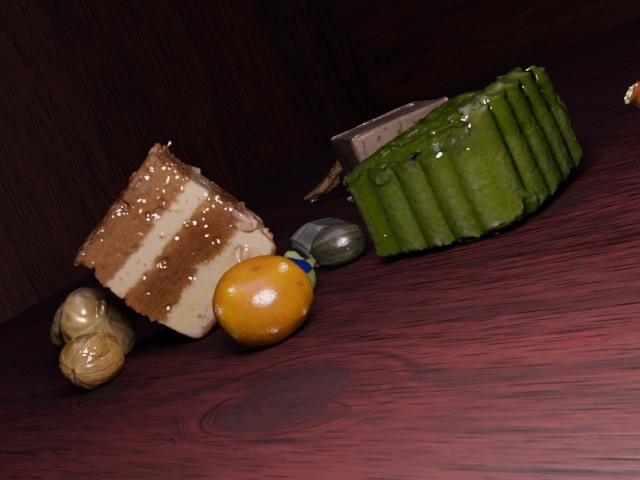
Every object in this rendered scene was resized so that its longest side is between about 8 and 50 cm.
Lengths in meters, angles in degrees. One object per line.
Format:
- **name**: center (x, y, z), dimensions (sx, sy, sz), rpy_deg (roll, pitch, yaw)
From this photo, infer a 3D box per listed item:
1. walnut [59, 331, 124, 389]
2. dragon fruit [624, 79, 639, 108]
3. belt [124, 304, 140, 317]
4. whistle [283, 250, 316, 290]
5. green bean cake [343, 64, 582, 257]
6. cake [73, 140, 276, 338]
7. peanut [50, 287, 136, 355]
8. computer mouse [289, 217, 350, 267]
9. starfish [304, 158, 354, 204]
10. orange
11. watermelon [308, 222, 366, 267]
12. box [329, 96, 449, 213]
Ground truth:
- **walnut**: center (-0.404, 0.210, 1.904), dimensions (0.105, 0.105, 0.124), rpy_deg (-18, 11, 38)
- **dragon fruit**: center (0.505, -0.157, 1.434), dimensions (0.269, 0.198, 0.200), rpy_deg (-56, -17, -19)
- **belt**: center (-0.282, 0.099, 2.149), dimensions (0.232, 0.071, 0.053), rpy_deg (-12, 3, -28)
- **whistle**: center (-0.060, 0.071, 1.817), dimensions (0.105, 0.085, 0.227), rpy_deg (-24, 8, 27)
- **green bean cake**: center (0.230, -0.129, 1.783), dimensions (0.319, 0.218, 0.335), rpy_deg (-17, 11, 42)
- **cake**: center (-0.263, 0.010, 1.954), dimensions (0.282, 0.290, 0.256), rpy_deg (-50, 10, 4)
- **peanut**: center (-0.440, 0.175, 2.080), dimensions (0.143, 0.159, 0.291), rpy_deg (-56, 9, -20)
- **computer mouse**: center (0.001, -0.003, 2.116), dimensions (0.126, 0.071, 0.231), rpy_deg (-28, 10, -17)
- **starfish**: center (0.143, -0.207, 2.766), dimensions (0.398, 0.132, 0.384), rpy_deg (-29, 14, -3)
- **orange**: center (-0.087, 0.095, 1.641), dimensions (0.156, 0.124, 0.156), rpy_deg (-10, 30, 6)
- **watermelon**: center (0.031, 0.011, 1.950), dimensions (0.111, 0.078, 0.078), rpy_deg (-23, 10, 11)
- **box**: center (0.170, -0.174, 2.273), dimensions (0.225, 0.190, 0.297), rpy_deg (-25, 10, -6)
